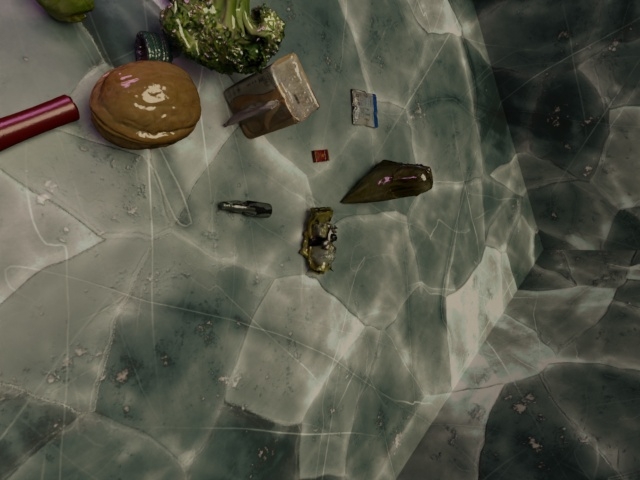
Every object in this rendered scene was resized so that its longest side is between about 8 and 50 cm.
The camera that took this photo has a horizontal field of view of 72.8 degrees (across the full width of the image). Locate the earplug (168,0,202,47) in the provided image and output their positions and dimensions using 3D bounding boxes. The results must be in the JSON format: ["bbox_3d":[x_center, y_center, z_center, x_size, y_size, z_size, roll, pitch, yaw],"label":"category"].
[{"bbox_3d":[-0.474,-0.825,1.459,0.280,0.257,0.164,47,23,-12],"label":"earplug"}]

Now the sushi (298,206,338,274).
[{"bbox_3d":[-0.005,0.000,1.839,0.139,0.131,0.291,-2,99,-42],"label":"sushi"}]

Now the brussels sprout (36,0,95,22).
[{"bbox_3d":[-0.715,-0.695,1.198,0.145,0.183,0.131,25,68,-59],"label":"brussels sprout"}]

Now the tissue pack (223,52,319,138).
[{"bbox_3d":[-0.203,-0.491,1.554,0.238,0.305,0.238,1,88,-44],"label":"tissue pack"}]

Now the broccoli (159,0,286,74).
[{"bbox_3d":[-0.294,-0.670,1.378,0.338,0.317,0.277,51,28,-16],"label":"broccoli"}]

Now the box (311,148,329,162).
[{"bbox_3d":[0.001,-0.373,1.914,0.082,0.023,0.051,-14,100,-40],"label":"box"}]

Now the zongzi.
[{"bbox_3d":[0.308,-0.241,1.990,0.360,0.323,0.160,-34,119,-32],"label":"zongzi"}]

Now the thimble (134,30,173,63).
[{"bbox_3d":[-0.536,-0.596,1.394,0.090,0.118,0.135,-10,96,-39],"label":"thimble"}]

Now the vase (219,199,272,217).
[{"bbox_3d":[-0.283,-0.123,1.643,0.211,0.060,0.060,4,87,-41],"label":"vase"}]

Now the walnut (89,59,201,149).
[{"bbox_3d":[-0.522,-0.401,1.299,0.313,0.277,0.252,-23,114,-40],"label":"walnut"}]

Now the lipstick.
[{"bbox_3d":[-0.795,-0.326,1.197,0.241,0.080,0.080,-39,114,-34],"label":"lipstick"}]

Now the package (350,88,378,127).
[{"bbox_3d":[0.216,-0.638,2.100,0.173,0.027,0.171,-3,88,-41],"label":"package"}]
